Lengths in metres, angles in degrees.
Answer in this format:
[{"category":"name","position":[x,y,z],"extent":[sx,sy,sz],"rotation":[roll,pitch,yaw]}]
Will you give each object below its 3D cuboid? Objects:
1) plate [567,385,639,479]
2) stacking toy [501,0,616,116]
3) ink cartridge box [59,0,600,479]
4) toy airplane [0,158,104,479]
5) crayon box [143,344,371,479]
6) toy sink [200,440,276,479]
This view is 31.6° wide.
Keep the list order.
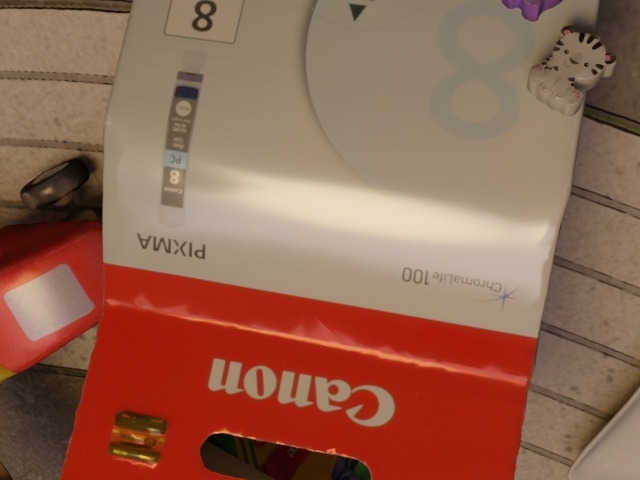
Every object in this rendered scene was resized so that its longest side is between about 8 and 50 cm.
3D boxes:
[{"category":"plate","position":[0.388,0.156,0.925],"extent":[0.278,0.045,0.277],"rotation":[24,126,-2]},{"category":"stacking toy","position":[0.087,-0.178,0.648],"extent":[0.221,0.052,0.167],"rotation":[38,167,16]},{"category":"ink cartridge box","position":[0.000,0.000,0.747],"extent":[0.308,0.385,0.091],"rotation":[9,167,8]},{"category":"toy airplane","position":[-0.355,0.095,0.942],"extent":[0.386,0.272,0.384],"rotation":[23,122,9]},{"category":"crayon box","position":[-0.012,0.150,0.930],"extent":[0.081,0.202,0.318],"rotation":[-9,124,42]},{"category":"toy sink","position":[-0.059,0.250,0.800],"extent":[0.234,0.131,0.153],"rotation":[25,140,22]}]
